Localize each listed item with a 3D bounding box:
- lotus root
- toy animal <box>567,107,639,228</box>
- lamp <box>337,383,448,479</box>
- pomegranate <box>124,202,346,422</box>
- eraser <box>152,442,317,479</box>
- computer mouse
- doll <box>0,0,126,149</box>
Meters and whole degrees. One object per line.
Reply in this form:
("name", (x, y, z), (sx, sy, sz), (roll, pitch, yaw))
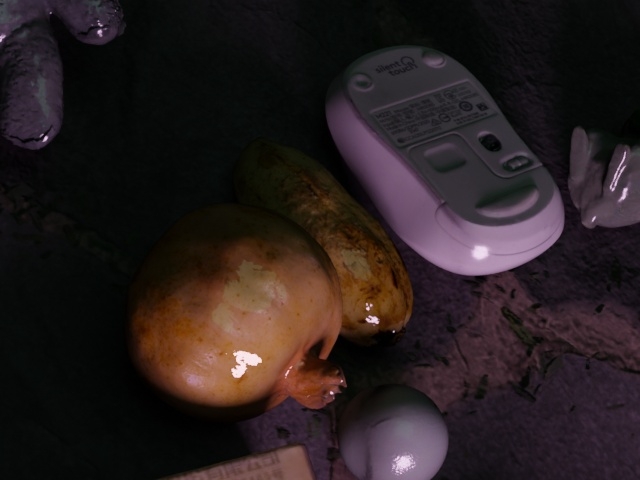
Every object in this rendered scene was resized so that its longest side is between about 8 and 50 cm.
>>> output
("lotus root", (0.000, 0.000, 1.335), (0.110, 0.097, 0.258), (-32, 72, -27))
("toy animal", (0.378, -0.080, 1.513), (0.236, 0.138, 0.108), (0, 19, -43))
("lamp", (0.068, 0.185, 1.246), (0.105, 0.105, 0.105), (8, 60, -14))
("pomegranate", (-0.080, 0.066, 1.219), (0.207, 0.207, 0.207), (8, 60, -14))
("eraser", (-0.172, 0.259, 1.105), (0.343, 0.144, 0.078), (-12, 68, -23))
("computer mouse", (0.130, -0.076, 1.406), (0.184, 0.121, 0.297), (-27, 59, -27))
("doll", (-0.320, -0.238, 1.355), (0.246, 0.158, 0.340), (-10, 78, 11))
